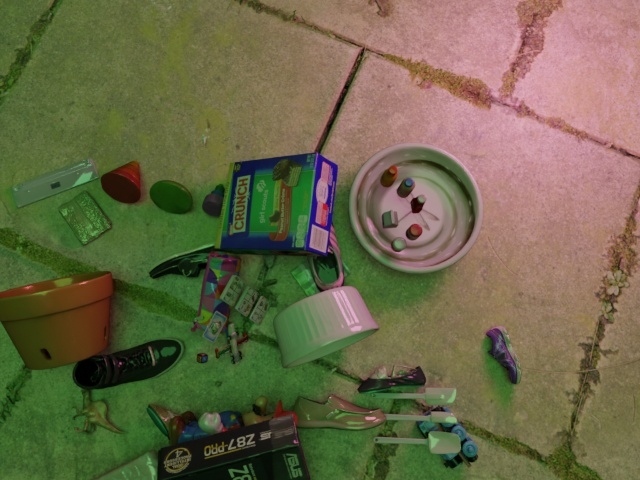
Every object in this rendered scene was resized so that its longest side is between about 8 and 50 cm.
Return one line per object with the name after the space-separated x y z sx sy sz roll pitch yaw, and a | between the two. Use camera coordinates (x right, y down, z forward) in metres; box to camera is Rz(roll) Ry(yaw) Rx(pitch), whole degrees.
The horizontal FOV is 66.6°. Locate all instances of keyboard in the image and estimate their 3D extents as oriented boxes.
-0.812 -0.176 1.489 0.256 0.014 0.072 -22 86 -6 | keyboard

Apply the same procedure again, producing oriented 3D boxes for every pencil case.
-0.291 0.148 1.370 0.104 0.104 0.236 14 94 0 | pencil case

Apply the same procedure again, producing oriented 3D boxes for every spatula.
0.256 0.492 1.341 0.242 0.019 0.168 -7 72 20 | spatula

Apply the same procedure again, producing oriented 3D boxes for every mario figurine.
-0.220 0.462 1.279 0.321 0.198 0.170 -2 115 2 | mario figurine

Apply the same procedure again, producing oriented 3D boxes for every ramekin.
0.006 0.230 1.314 0.277 0.277 0.135 -21 73 -6 | ramekin

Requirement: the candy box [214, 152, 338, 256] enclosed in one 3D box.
-0.126 -0.094 1.370 0.317 0.122 0.268 -1 77 34 | candy box

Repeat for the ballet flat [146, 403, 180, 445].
-0.400 0.529 1.348 0.067 0.073 0.206 -31 84 -35 | ballet flat

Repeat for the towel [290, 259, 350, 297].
0.000 0.094 1.461 0.152 0.023 0.113 -35 81 -8 | towel

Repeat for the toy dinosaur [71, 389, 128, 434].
-0.624 0.492 1.344 0.092 0.053 0.183 -42 83 -11 | toy dinosaur

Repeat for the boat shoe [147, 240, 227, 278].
-0.385 0.072 1.420 0.233 0.084 0.079 -17 80 -9 | boat shoe

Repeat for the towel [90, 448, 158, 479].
-0.490 0.753 1.251 0.317 0.053 0.331 -29 81 11 | towel

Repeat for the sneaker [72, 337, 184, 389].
-0.526 0.341 1.330 0.296 0.147 0.104 -17 78 -7 | sneaker

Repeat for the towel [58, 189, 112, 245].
-0.707 -0.070 1.463 0.110 0.027 0.148 -36 82 -9 | towel

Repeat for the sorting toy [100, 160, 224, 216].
-0.458 -0.170 1.473 0.366 0.127 0.126 11 49 -3 | sorting toy

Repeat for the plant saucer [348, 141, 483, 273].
0.279 -0.092 1.469 0.401 0.100 0.400 0 78 -2 | plant saucer

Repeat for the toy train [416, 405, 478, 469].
0.355 0.551 1.360 0.105 0.080 0.184 -37 82 -1 | toy train

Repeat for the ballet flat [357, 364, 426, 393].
0.200 0.390 1.388 0.203 0.074 0.074 -4 79 -9 | ballet flat

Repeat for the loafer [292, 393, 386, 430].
0.047 0.473 1.348 0.269 0.102 0.092 -1 76 1 | loafer

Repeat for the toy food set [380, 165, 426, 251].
0.233 -0.090 1.363 0.111 0.104 0.232 -3 79 -3 | toy food set

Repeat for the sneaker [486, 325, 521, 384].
0.534 0.338 1.424 0.071 0.068 0.169 -20 71 9 | sneaker

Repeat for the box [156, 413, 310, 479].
-0.182 0.613 1.196 0.318 0.394 0.097 -13 35 -7 | box

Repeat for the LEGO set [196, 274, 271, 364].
-0.255 0.239 1.356 0.060 0.182 0.244 10 65 38 | LEGO set

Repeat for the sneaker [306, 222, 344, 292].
0.000 0.000 1.400 0.112 0.131 0.319 -19 82 -3 | sneaker

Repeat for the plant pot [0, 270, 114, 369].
-0.692 0.212 1.297 0.291 0.291 0.203 -9 96 -4 | plant pot
